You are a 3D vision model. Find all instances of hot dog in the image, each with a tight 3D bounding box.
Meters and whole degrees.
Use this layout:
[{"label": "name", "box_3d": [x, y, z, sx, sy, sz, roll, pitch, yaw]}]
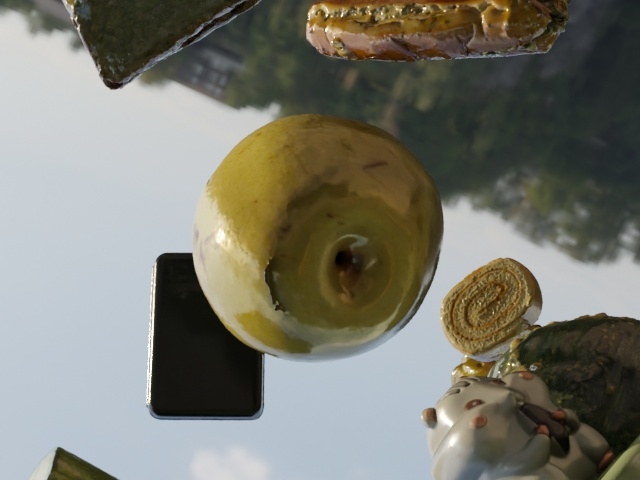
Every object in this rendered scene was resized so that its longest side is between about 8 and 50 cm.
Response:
[{"label": "hot dog", "box_3d": [0.106, -0.207, 1.334, 0.269, 0.072, 0.115, 5, -167, 34]}]

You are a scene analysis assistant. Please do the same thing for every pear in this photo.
[{"label": "pear", "box_3d": [0.000, 0.000, 1.643, 0.309, 0.309, 0.309, 24, -171, -4]}]

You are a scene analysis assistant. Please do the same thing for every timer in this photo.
[{"label": "timer", "box_3d": [0.245, 0.260, 1.449, 0.315, 0.290, 0.291, 40, -167, 15]}]

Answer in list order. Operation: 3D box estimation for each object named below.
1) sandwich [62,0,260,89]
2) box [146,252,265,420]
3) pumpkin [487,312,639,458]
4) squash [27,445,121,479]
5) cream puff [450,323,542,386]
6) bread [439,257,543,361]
[{"label": "sandwich", "box_3d": [-0.265, -0.410, 1.951, 0.325, 0.262, 0.131, 58, -173, -9]}, {"label": "box", "box_3d": [-0.154, 0.129, 1.905, 0.160, 0.230, 0.050, 0, 164, 2]}, {"label": "pumpkin", "box_3d": [0.335, 0.235, 1.736, 0.292, 0.257, 0.327, 12, 139, 28]}, {"label": "squash", "box_3d": [-0.233, 0.464, 1.775, 0.384, 0.263, 0.263, 31, -172, -10]}, {"label": "cream puff", "box_3d": [0.347, 0.249, 2.428, 0.244, 0.196, 0.244, -11, 174, -1]}, {"label": "bread", "box_3d": [0.246, 0.102, 1.976, 0.122, 0.149, 0.073, 60, -167, 23]}]
